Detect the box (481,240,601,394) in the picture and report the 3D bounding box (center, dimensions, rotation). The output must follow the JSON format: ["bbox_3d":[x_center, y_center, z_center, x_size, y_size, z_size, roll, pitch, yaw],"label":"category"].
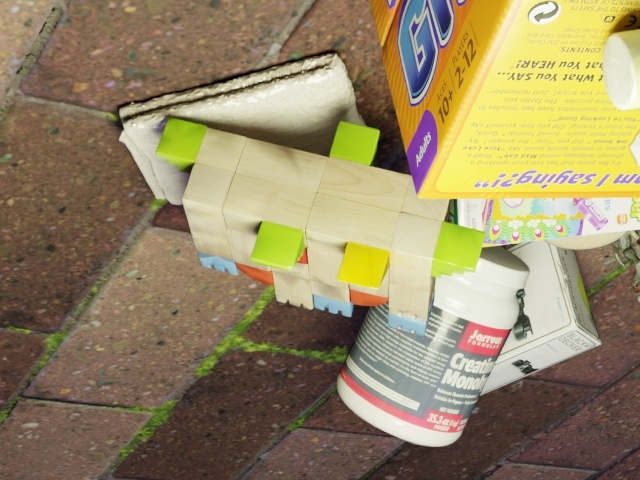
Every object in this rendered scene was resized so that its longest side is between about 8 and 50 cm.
[{"bbox_3d":[0.250,0.125,2.057,0.290,0.169,0.087,-28,144,24],"label":"box"}]

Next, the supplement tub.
[{"bbox_3d":[0.155,0.126,1.917,0.191,0.191,0.272,15,105,-34],"label":"supplement tub"}]

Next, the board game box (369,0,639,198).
[{"bbox_3d":[0.265,-0.281,1.256,0.357,0.356,0.356,-1,146,-16],"label":"board game box"}]

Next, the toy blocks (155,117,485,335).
[{"bbox_3d":[0.000,0.000,1.665,0.381,0.190,0.261,14,157,8],"label":"toy blocks"}]

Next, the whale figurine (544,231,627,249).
[{"bbox_3d":[0.280,-0.092,1.794,0.272,0.141,0.216,14,151,7],"label":"whale figurine"}]

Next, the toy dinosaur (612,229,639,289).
[{"bbox_3d":[0.438,-0.011,1.947,0.064,0.118,0.268,-22,148,-1],"label":"toy dinosaur"}]

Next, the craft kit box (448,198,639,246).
[{"bbox_3d":[0.269,-0.125,1.642,0.247,0.061,0.250,-8,105,-9],"label":"craft kit box"}]

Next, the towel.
[{"bbox_3d":[-0.088,-0.127,1.681,0.282,0.049,0.187,-15,148,6],"label":"towel"}]

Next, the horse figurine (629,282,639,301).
[{"bbox_3d":[0.609,0.049,2.140,0.263,0.066,0.174,-17,153,14],"label":"horse figurine"}]

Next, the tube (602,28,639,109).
[{"bbox_3d":[0.345,-0.149,1.101,0.240,0.062,0.070,-9,-171,-11],"label":"tube"}]
